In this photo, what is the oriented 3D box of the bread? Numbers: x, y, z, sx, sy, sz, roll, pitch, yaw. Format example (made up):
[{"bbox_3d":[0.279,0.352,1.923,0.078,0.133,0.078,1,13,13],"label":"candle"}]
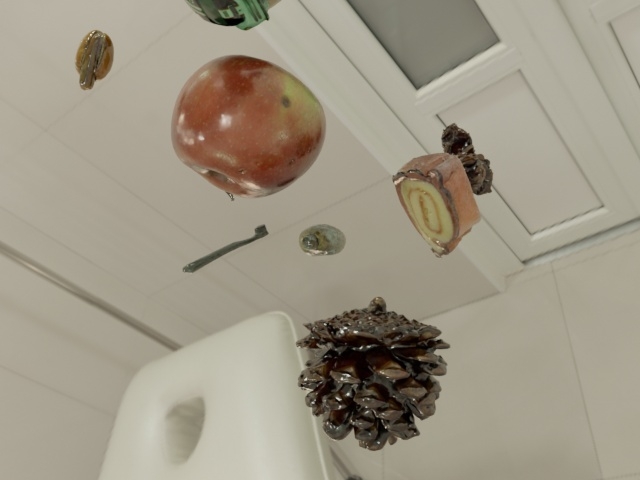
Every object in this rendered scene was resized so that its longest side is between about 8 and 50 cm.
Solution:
[{"bbox_3d":[0.269,-0.086,1.415,0.123,0.244,0.190,-36,29,-25],"label":"bread"}]

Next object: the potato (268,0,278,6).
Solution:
[{"bbox_3d":[-0.164,-0.786,1.480,0.319,0.385,0.442,-35,-2,13],"label":"potato"}]

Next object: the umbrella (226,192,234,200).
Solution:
[{"bbox_3d":[-0.327,-0.175,2.179,0.031,0.083,0.020,-27,-12,-49],"label":"umbrella"}]

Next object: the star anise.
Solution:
[{"bbox_3d":[0.398,-0.221,1.736,0.125,0.220,0.190,-27,24,33],"label":"star anise"}]

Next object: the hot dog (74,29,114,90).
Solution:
[{"bbox_3d":[-0.537,-0.425,1.459,0.140,0.089,0.060,-63,-5,13],"label":"hot dog"}]

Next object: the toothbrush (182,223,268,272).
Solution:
[{"bbox_3d":[-0.226,0.019,1.516,0.030,0.031,0.297,-2,18,37],"label":"toothbrush"}]

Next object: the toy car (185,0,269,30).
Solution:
[{"bbox_3d":[-0.215,-0.497,1.162,0.125,0.136,0.306,-42,59,-1],"label":"toy car"}]

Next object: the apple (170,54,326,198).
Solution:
[{"bbox_3d":[-0.164,-0.250,1.406,0.348,0.348,0.277,11,72,50],"label":"apple"}]

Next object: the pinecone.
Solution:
[{"bbox_3d":[0.087,0.254,1.165,0.298,0.296,0.242,6,29,24],"label":"pinecone"}]

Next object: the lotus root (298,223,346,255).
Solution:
[{"bbox_3d":[0.000,0.000,1.670,0.113,0.192,0.088,2,92,23],"label":"lotus root"}]
